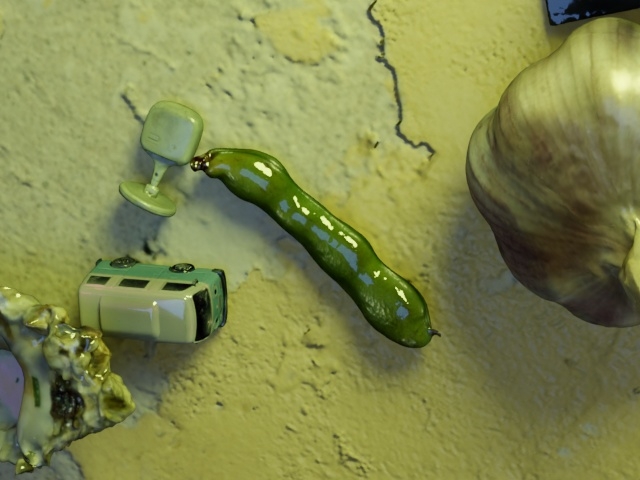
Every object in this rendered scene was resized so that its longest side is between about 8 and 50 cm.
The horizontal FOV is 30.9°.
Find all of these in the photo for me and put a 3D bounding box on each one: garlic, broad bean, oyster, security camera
[{"bbox_3d":[0.226,-0.009,0.806,0.245,0.253,0.245,5,135,5],"label":"garlic"},{"bbox_3d":[0.001,0.000,0.983,0.256,0.053,0.052,40,151,-2],"label":"broad bean"},{"bbox_3d":[-0.298,0.111,1.065,0.354,0.107,0.201,18,116,32],"label":"oyster"},{"bbox_3d":[-0.132,-0.073,0.995,0.058,0.058,0.092,28,102,2],"label":"security camera"}]

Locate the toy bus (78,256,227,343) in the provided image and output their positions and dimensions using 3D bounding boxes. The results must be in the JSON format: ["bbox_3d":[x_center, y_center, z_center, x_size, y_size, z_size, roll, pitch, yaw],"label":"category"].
[{"bbox_3d":[-0.150,0.056,1.025,0.123,0.075,0.060,4,111,13],"label":"toy bus"}]

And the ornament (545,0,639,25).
[{"bbox_3d":[0.220,-0.219,0.773,0.166,0.196,0.153,-10,108,16],"label":"ornament"}]
